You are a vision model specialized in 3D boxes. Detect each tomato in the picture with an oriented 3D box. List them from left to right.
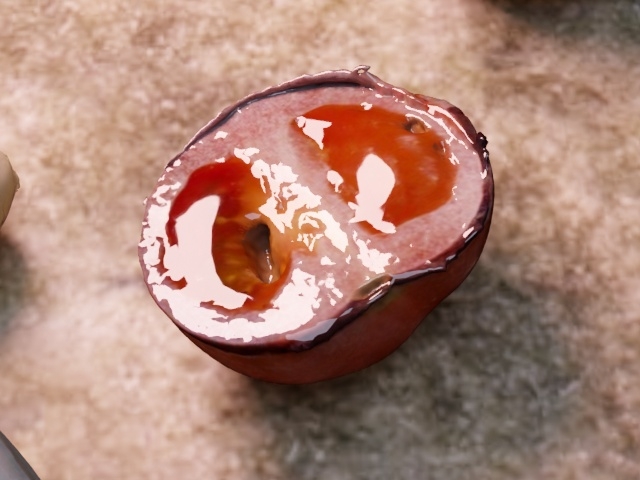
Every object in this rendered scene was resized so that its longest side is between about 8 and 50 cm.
[{"bbox_3d":[0.000,0.000,1.056,0.228,0.112,0.199,-26,53,-8],"label":"tomato"}]

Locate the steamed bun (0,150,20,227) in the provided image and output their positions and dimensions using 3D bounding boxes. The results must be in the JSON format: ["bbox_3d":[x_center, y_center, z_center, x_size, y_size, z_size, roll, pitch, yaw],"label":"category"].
[{"bbox_3d":[-0.265,-0.024,1.079,0.130,0.091,0.112,19,66,11],"label":"steamed bun"}]

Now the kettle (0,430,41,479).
[{"bbox_3d":[-0.242,0.229,0.850,0.342,0.247,0.319,39,98,24],"label":"kettle"}]
